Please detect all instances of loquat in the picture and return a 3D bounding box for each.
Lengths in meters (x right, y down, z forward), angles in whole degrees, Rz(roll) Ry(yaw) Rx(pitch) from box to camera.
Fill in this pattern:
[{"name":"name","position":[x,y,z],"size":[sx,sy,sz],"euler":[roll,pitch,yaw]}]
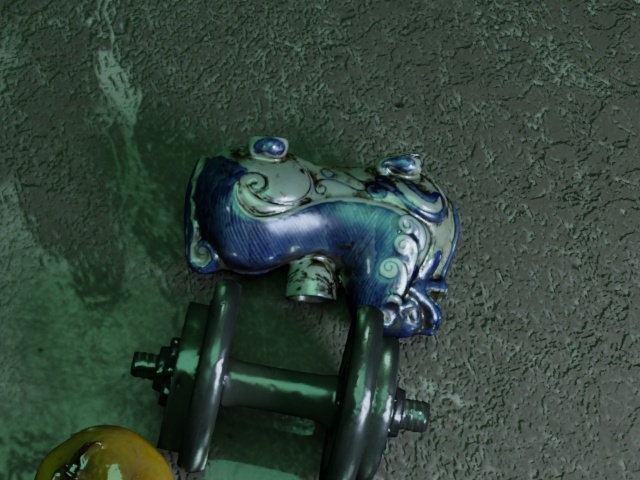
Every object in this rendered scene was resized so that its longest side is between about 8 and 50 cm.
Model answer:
[{"name":"loquat","position":[-0.200,0.242,1.344],"size":[0.141,0.141,0.141],"euler":[3,65,-7]}]

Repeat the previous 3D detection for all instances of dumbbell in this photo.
[{"name":"dumbbell","position":[-0.037,0.142,1.383],"size":[0.290,0.192,0.192],"euler":[11,64,-2]}]

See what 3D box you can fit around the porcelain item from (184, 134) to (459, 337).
[{"name":"porcelain item","position":[0.000,0.000,1.497],"size":[0.288,0.138,0.186],"euler":[8,75,-10]}]
